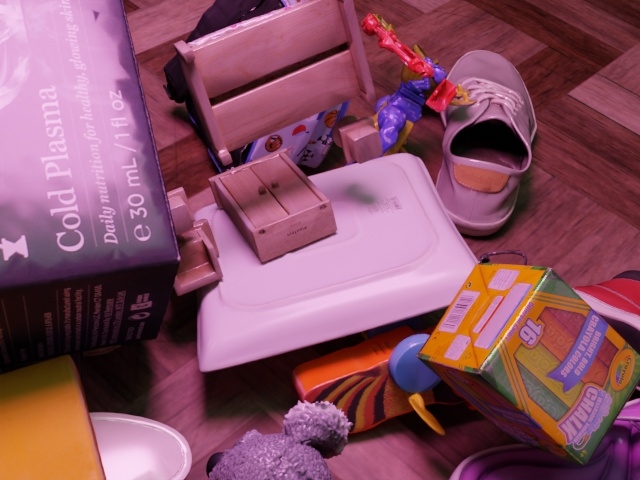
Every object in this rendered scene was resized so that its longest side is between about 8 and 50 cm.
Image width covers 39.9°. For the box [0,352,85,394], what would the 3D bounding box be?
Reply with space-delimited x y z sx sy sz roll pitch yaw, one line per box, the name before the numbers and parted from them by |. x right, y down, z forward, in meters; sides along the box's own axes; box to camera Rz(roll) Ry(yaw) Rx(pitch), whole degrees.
box | -0.375 0.196 0.962 0.230 0.056 0.183 -4 47 -14

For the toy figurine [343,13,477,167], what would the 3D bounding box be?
toy figurine | 0.087 -0.205 1.360 0.191 0.217 0.362 35 16 -9

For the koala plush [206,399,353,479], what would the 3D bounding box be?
koala plush | -0.042 0.260 0.841 0.203 0.221 0.196 28 47 17

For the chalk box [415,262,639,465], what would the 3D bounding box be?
chalk box | 0.235 0.139 0.925 0.213 0.132 0.132 40 76 -18

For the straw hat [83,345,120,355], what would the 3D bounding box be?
straw hat | -0.289 0.069 1.101 0.144 0.061 0.145 5 45 -5

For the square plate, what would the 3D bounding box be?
square plate | 0.000 0.000 1.111 0.343 0.049 0.347 -16 33 -1

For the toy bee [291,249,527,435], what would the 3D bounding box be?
toy bee | 0.127 0.159 1.038 0.298 0.162 0.195 -18 30 14

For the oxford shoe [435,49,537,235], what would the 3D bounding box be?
oxford shoe | 0.272 -0.193 1.416 0.169 0.130 0.449 12 43 5

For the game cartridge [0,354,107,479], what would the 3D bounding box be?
game cartridge | -0.316 0.270 0.747 0.285 0.053 0.324 -17 49 -14

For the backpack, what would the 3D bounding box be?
backpack | -0.072 -0.240 1.305 0.213 0.263 0.277 -5 45 -37

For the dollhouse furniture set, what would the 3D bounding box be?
dollhouse furniture set | -0.111 -0.167 1.032 0.303 0.356 0.174 -24 33 -12

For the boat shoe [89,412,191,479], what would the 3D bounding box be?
boat shoe | -0.283 0.257 0.865 0.319 0.099 0.116 -13 53 -11

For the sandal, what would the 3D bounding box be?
sandal | 0.343 0.257 0.998 0.416 0.102 0.169 -13 49 -22

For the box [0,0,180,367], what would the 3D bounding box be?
box | -0.431 -0.111 0.902 0.471 0.297 0.480 -10 72 -18

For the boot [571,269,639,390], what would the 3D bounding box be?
boot | 0.441 0.111 1.141 0.176 0.089 0.244 -14 29 -26
